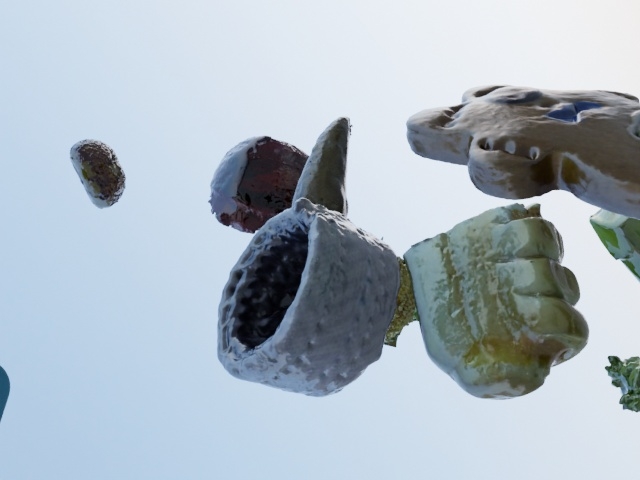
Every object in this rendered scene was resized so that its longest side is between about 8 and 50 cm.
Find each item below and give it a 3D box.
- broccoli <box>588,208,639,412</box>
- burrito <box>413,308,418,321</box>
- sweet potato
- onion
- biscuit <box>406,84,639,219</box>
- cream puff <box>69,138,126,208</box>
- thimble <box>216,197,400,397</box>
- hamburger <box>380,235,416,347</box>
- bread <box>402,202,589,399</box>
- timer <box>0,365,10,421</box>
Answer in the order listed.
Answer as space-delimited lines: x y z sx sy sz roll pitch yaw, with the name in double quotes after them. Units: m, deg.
0.589 0.097 0.917 0.275 0.353 0.397 -35 -65 -72 "broccoli"
0.182 0.210 1.718 0.054 0.288 0.104 48 -128 -17 "burrito"
-0.003 -0.002 1.077 0.130 0.130 0.423 4 -87 -48 "sweet potato"
-0.156 -0.158 1.751 0.146 0.314 0.280 91 -163 -57 "onion"
0.177 -0.066 0.425 0.180 0.236 0.039 -30 -51 -39 "biscuit"
-0.426 -0.132 1.269 0.084 0.149 0.149 -29 -83 -17 "cream puff"
-0.016 0.082 0.867 0.157 0.217 0.246 23 -80 -32 "thimble"
0.121 0.119 1.488 0.243 0.138 0.262 15 -102 -10 "hamburger"
0.337 0.127 1.206 0.210 0.300 0.341 24 -136 -44 "bread"
-0.500 0.240 0.766 0.232 0.091 0.250 45 -152 -47 "timer"
